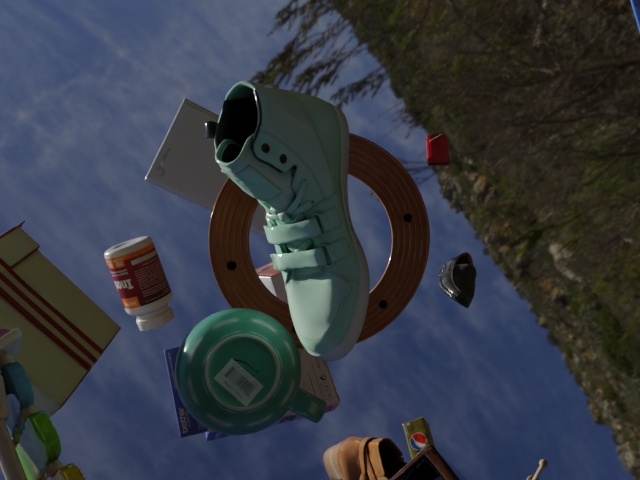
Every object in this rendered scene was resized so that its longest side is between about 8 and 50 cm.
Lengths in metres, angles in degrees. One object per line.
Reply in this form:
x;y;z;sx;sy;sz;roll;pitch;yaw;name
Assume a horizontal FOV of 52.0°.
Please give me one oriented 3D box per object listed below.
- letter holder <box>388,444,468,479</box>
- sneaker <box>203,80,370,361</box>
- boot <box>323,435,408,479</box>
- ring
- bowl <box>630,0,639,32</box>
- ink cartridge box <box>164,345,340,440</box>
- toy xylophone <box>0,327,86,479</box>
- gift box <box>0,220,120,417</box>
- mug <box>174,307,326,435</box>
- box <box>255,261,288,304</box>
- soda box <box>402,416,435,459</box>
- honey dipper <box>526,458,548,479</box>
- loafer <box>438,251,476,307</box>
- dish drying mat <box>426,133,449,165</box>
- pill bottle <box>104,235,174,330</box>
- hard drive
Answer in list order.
0.175;0.480;1.020;0.152;0.214;0.302;49;178;39;letter holder
-0.038;-0.017;0.592;0.151;0.094;0.256;8;-107;-50;sneaker
0.139;0.538;1.382;0.109;0.220;0.283;-22;-98;-37;boot
0.000;0.000;1.000;0.336;0.337;0.032;32;-178;-7;ring
0.189;-0.039;0.119;0.391;0.077;0.391;60;-175;-9;bowl
-0.137;0.274;1.287;0.311;0.065;0.186;-7;-121;-21;ink cartridge box
-0.211;0.219;0.508;0.081;0.236;0.323;-21;-101;-40;toy xylophone
-0.465;0.131;0.932;0.258;0.276;0.255;46;-168;-13;gift box
-0.072;0.134;0.684;0.157;0.097;0.129;-4;-99;-12;mug
-0.079;0.098;1.615;0.170;0.130;0.091;-25;-75;-36;box
0.272;0.563;1.717;0.058;0.061;0.181;53;-162;-50;soda box
0.489;0.527;1.474;0.030;0.161;0.030;-1;-129;2;honey dipper
0.250;0.066;1.173;0.062;0.061;0.170;35;-163;-9;loafer
0.175;-0.137;0.981;0.032;0.008;0.083;-1;-142;8;dish drying mat
-0.310;0.076;1.141;0.086;0.086;0.152;-32;-72;-50;pill bottle
-0.212;-0.160;1.493;0.307;0.203;0.040;26;-172;-18;hard drive
